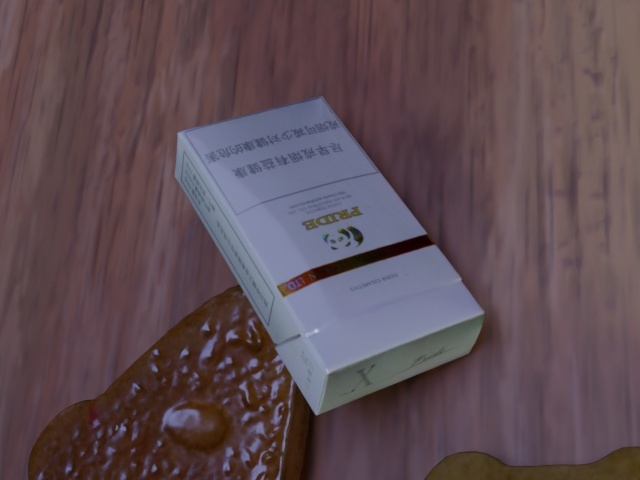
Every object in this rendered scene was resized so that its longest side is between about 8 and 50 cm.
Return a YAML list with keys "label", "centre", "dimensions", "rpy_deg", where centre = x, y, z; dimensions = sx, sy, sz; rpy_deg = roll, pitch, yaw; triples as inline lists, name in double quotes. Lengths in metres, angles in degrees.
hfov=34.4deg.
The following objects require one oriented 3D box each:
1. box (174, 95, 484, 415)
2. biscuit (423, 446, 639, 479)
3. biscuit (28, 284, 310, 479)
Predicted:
- label: "box"
  centre: [0.000, 0.000, 0.490]
  dimensions: [0.084, 0.040, 0.154]
  rpy_deg: [-16, 55, -26]
- label: "biscuit"
  centre: [0.092, 0.202, 0.387]
  dimensions: [0.184, 0.035, 0.249]
  rpy_deg: [-5, 68, 23]
- label: "biscuit"
  centre: [-0.082, 0.138, 0.490]
  dimensions: [0.183, 0.043, 0.280]
  rpy_deg: [22, 74, 26]
